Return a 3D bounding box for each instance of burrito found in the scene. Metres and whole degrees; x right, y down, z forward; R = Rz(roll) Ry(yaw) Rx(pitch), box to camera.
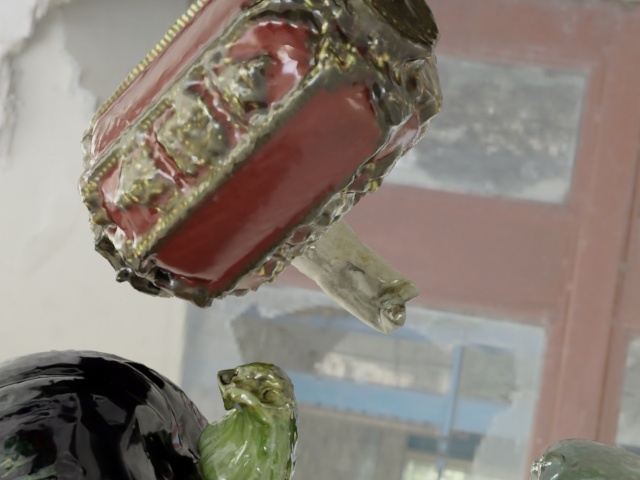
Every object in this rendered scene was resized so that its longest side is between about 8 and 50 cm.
[{"bbox_3d":[0.000,0.000,1.295,0.226,0.087,0.060,43,148,1],"label":"burrito"}]

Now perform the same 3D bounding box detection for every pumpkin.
[{"bbox_3d":[-0.108,0.189,0.813,0.296,0.295,0.296,10,170,2],"label":"pumpkin"}]

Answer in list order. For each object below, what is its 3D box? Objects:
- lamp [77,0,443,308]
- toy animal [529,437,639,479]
[{"bbox_3d":[-0.042,-0.077,0.897,0.177,0.177,0.274,18,129,-40],"label":"lamp"},{"bbox_3d":[0.274,0.229,1.004,0.251,0.125,0.127,12,172,10],"label":"toy animal"}]
